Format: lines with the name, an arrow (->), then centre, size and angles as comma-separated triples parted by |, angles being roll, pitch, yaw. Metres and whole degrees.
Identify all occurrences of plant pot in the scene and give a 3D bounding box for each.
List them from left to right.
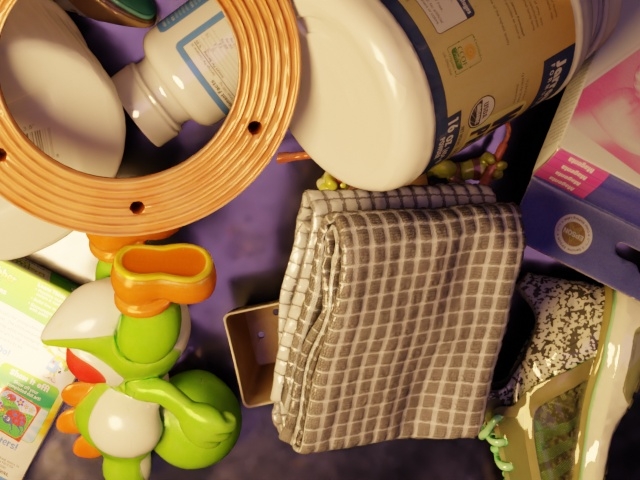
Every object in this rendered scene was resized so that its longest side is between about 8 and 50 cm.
plant pot -> -0.044, 0.113, 1.453 | 0.109, 0.096, 0.109 | -12, 100, -1

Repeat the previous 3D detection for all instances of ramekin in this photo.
ramekin -> -0.333, -0.112, 1.310 | 0.277, 0.135, 0.277 | -20, 131, -25

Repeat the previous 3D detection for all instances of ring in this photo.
ring -> -0.185, -0.160, 1.195 | 0.336, 0.032, 0.337 | -3, 117, -6

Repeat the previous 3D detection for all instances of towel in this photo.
towel -> 0.077, 0.086, 1.333 | 0.235, 0.121, 0.284 | -6, 118, -31

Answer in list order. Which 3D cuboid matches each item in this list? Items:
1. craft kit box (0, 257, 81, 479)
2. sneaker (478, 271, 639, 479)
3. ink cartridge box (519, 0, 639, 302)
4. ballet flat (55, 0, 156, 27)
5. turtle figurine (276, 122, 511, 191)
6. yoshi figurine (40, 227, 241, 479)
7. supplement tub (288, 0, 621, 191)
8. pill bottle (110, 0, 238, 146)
craft kit box -> -0.399, 0.125, 1.460 | 0.250, 0.061, 0.247 | 28, 100, -8
sneaker -> 0.238, 0.217, 1.477 | 0.182, 0.158, 0.410 | 18, 92, 4
ink cartridge box -> 0.409, -0.086, 1.401 | 0.324, 0.071, 0.330 | 25, 75, -8
ballet flat -> -0.279, -0.293, 1.391 | 0.232, 0.080, 0.073 | 40, 124, -6
turtle figurine -> 0.080, -0.041, 1.434 | 0.269, 0.087, 0.217 | -10, 111, -17
yoshi figurine -> -0.160, 0.125, 1.396 | 0.203, 0.203, 0.362 | 22, 130, 15
supplement tub -> 0.124, -0.210, 1.288 | 0.316, 0.228, 0.228 | -31, 102, -28
pill bottle -> -0.110, -0.201, 1.379 | 0.221, 0.124, 0.124 | -35, 100, 4
